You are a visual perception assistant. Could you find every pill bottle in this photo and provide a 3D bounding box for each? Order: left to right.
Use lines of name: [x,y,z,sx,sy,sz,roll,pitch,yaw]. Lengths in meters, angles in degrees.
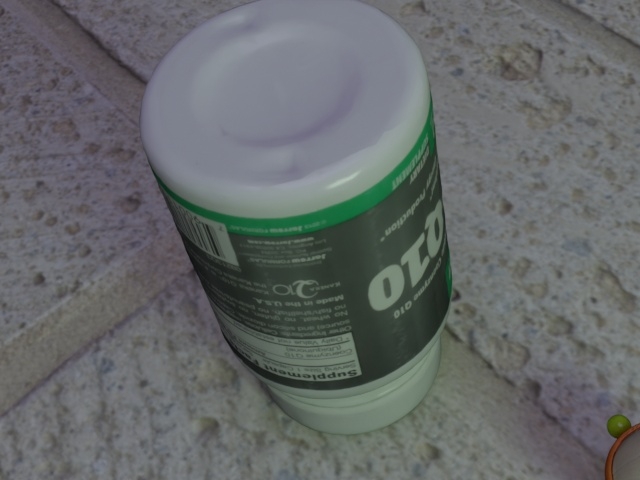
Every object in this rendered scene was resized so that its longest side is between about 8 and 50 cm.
pill bottle: [0.000,0.000,0.859,0.204,0.361,0.204,-5,53,7]

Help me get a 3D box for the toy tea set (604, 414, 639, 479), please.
toy tea set: [0.329,0.250,0.756,0.336,0.124,0.200,14,58,21]
